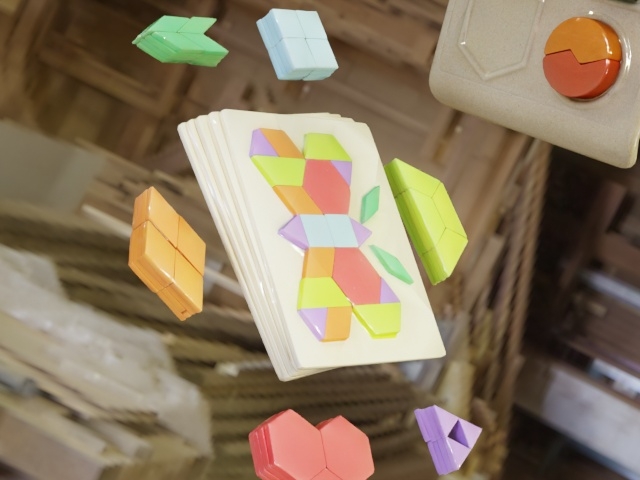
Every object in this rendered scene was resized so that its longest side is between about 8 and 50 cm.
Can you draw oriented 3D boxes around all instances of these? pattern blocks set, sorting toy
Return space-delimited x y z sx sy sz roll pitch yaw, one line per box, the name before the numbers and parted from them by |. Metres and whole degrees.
pattern blocks set | 0.000 0.000 0.878 0.285 0.026 0.324 -22 82 -51
sorting toy | 0.150 -0.207 1.150 0.041 0.229 0.307 -5 22 -45
